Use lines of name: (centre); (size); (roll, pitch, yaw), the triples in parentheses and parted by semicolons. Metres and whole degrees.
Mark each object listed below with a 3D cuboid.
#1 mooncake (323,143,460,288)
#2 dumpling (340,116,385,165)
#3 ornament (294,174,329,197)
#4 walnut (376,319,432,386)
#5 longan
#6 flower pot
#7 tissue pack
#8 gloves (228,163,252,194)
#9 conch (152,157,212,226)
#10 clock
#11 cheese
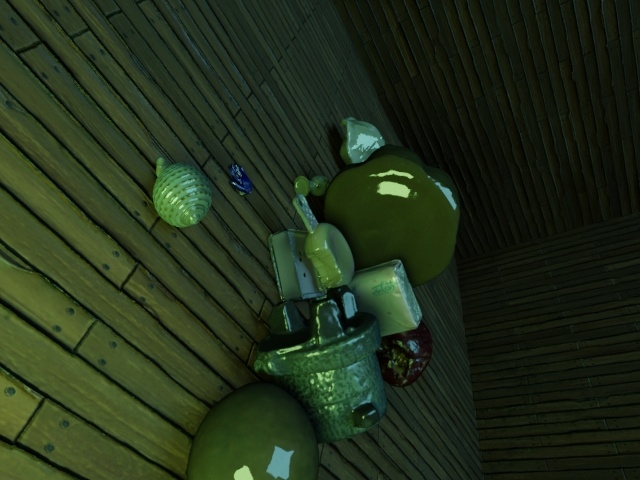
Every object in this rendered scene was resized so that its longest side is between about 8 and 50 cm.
mooncake: (0.235, -0.075, 1.380); (0.467, 0.466, 0.262); (65, 20, -13)
dumpling: (0.180, -0.388, 1.782); (0.318, 0.187, 0.243); (71, 22, -8)
ornament: (-0.020, -0.183, 1.379); (0.156, 0.081, 0.075); (-15, 91, -60)
walnut: (0.261, 0.360, 1.423); (0.243, 0.222, 0.269); (36, 10, 13)
longan: (-0.107, 0.366, 0.696); (0.248, 0.248, 0.248); (42, 38, -45)
flower pot: (-0.005, 0.259, 0.899); (0.299, 0.298, 0.283); (-14, 94, -64)
tissue pack: (0.138, 0.188, 1.222); (0.202, 0.271, 0.124); (66, 24, -11)
gloves: (-0.206, -0.156, 1.050); (0.064, 0.026, 0.086); (-38, 108, -61)
conch: (-0.265, -0.095, 0.819); (0.135, 0.102, 0.153); (50, 29, -65)
clock: (-0.061, 0.069, 1.135); (0.144, 0.073, 0.194); (7, 68, -62)
cheese: (0.000, 0.000, 1.129); (0.286, 0.082, 0.163); (58, 29, -24)
